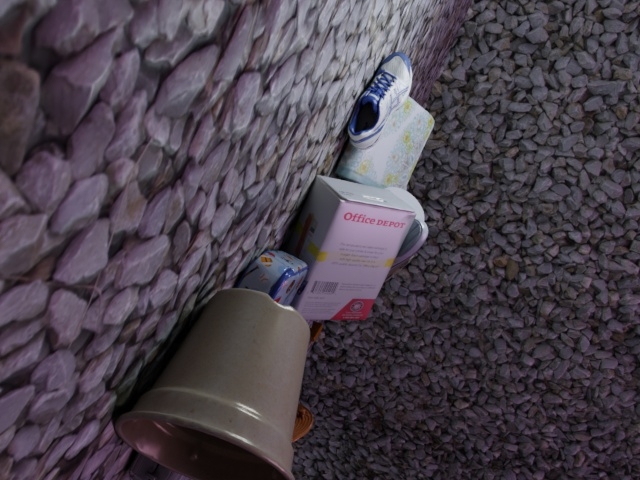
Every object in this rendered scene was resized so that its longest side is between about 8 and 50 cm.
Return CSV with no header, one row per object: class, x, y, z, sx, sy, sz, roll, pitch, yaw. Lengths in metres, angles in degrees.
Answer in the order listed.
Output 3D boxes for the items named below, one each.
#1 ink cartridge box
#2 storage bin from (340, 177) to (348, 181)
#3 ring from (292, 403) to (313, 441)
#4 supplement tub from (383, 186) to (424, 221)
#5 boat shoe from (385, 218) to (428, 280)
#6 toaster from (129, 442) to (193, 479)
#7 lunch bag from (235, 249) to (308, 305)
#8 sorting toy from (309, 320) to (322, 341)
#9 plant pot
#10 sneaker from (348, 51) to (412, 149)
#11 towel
ink cartridge box,0.062,0.030,1.662,0.279,0.160,0.384,7,117,-35
storage bin,0.139,-0.230,2.024,0.122,0.084,0.180,-62,172,-5
ring,-0.188,0.519,1.663,0.336,0.337,0.032,-29,114,-75
supplement tub,0.194,-0.029,1.891,0.272,0.191,0.191,-50,-176,47
boat shoe,0.229,0.033,1.749,0.302,0.094,0.109,-44,-128,42
toaster,-0.319,0.464,1.270,0.146,0.129,0.227,-58,173,-7
lunch bag,-0.137,0.148,1.443,0.243,0.115,0.303,-61,171,4
sorting toy,-0.020,0.194,1.874,0.041,0.229,0.307,84,30,-41
plant pot,-0.166,0.272,1.107,0.334,0.334,0.305,105,3,-53
sneaker,0.170,-0.397,1.624,0.296,0.112,0.131,-66,167,2
towel,0.215,-0.308,1.866,0.374,0.090,0.320,15,98,-56
